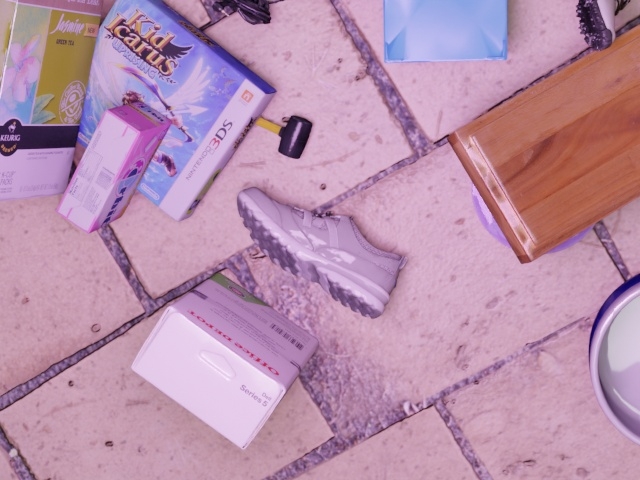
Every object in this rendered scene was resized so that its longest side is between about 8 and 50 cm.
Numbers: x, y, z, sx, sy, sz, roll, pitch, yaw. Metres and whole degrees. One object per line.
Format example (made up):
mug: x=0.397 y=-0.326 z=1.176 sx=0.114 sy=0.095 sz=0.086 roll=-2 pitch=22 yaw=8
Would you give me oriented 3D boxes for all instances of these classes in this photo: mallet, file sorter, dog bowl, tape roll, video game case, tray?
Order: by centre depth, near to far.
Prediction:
tray: x=0.403 y=-0.159 z=1.650 sx=0.411 sy=0.076 sz=0.203 roll=-30 pitch=88 yaw=-4
file sorter: x=0.179 y=-0.313 z=1.716 sx=0.170 sy=0.104 sz=0.118 roll=0 pitch=98 yaw=10
dog bowl: x=0.518 y=0.169 z=1.733 sx=0.265 sy=0.104 sz=0.265 roll=1 pitch=99 yaw=9
tape roll: x=0.313 y=-0.078 z=1.743 sx=0.189 sy=0.080 sz=0.189 roll=2 pitch=98 yaw=10
video game case: x=-0.242 y=-0.206 z=1.811 sx=0.269 sy=0.061 sz=0.244 roll=38 pitch=108 yaw=6
mallet: x=-0.100 y=-0.193 z=1.822 sx=0.190 sy=0.039 sz=0.062 roll=32 pitch=104 yaw=8

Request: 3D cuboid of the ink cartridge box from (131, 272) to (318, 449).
ink cartridge box: x=-0.131 y=0.166 z=1.759 sx=0.198 sy=0.273 sz=0.115 roll=35 pitch=103 yaw=3

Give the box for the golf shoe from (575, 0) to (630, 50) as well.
golf shoe: x=0.392 y=-0.338 z=1.646 sx=0.094 sy=0.198 sz=0.077 roll=-1 pitch=143 yaw=0

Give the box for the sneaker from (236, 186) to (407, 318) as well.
sneaker: x=0.000 y=0.000 z=1.819 sx=0.281 sy=0.105 sz=0.115 roll=35 pitch=69 yaw=7

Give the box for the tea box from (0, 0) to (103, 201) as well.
tea box: x=-0.530 y=-0.257 z=1.760 sx=0.329 sy=0.220 sz=0.323 roll=18 pitch=103 yaw=20

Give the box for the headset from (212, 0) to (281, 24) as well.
headset: x=-0.003 y=-0.443 z=1.661 sx=0.185 sy=0.243 sz=0.394 roll=28 pitch=130 yaw=-21

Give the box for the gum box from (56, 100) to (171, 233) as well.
gum box: x=-0.302 y=-0.103 z=1.761 sx=0.062 sy=0.107 sz=0.188 roll=34 pitch=111 yaw=8
